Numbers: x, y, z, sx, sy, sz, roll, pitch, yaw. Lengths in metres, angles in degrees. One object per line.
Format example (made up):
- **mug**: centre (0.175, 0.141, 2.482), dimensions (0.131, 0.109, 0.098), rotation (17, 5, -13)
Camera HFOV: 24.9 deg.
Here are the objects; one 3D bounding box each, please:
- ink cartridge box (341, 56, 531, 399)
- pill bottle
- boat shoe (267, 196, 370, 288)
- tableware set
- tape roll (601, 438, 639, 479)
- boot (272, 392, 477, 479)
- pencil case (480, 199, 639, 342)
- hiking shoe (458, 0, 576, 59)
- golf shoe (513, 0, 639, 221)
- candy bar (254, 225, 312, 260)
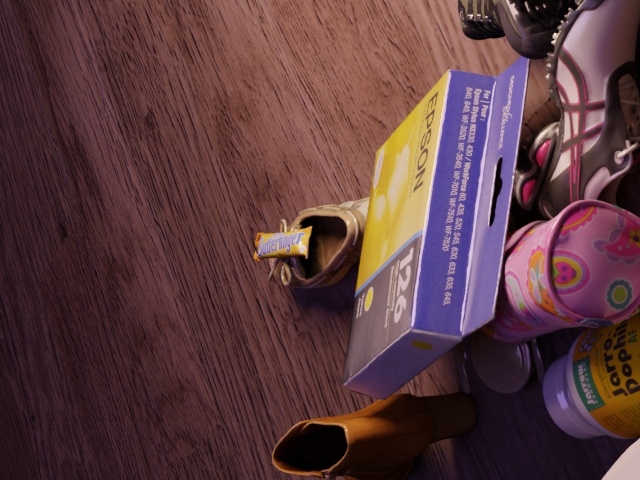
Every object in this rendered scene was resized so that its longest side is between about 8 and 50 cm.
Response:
- **ink cartridge box**: centre (0.114, -0.016, 1.525), dimensions (0.307, 0.072, 0.304), rotation (127, 157, -63)
- **pill bottle**: centre (0.306, 0.120, 1.361), dimensions (0.208, 0.117, 0.118), rotation (-36, 66, 54)
- **boat shoe**: centre (0.000, 0.000, 1.837), dimensions (0.285, 0.089, 0.105), rotation (-28, 73, 56)
- **tableware set**: centre (0.195, 0.071, 1.599), dimensions (0.128, 0.039, 0.194), rotation (-13, 89, 48)
- **tape roll**: centre (0.317, 0.319, 1.081), dimensions (0.392, 0.072, 0.392), rotation (-31, 55, 56)
- **boot**: centre (0.029, 0.245, 1.725), dimensions (0.295, 0.211, 0.104), rotation (-36, 65, 54)
- **pencil case**: centre (0.226, 0.037, 1.396), dimensions (0.284, 0.124, 0.124), rotation (149, 112, -76)
- **hiking shoe**: centre (0.194, -0.240, 1.482), dimensions (0.227, 0.086, 0.114), rotation (-99, 22, -47)
- **golf shoe**: centre (0.277, -0.130, 1.400), dimensions (0.120, 0.105, 0.273), rotation (34, 131, 31)
- **candy bar**: centre (-0.046, 0.005, 1.829), dimensions (0.161, 0.018, 0.040), rotation (-5, 78, 63)
